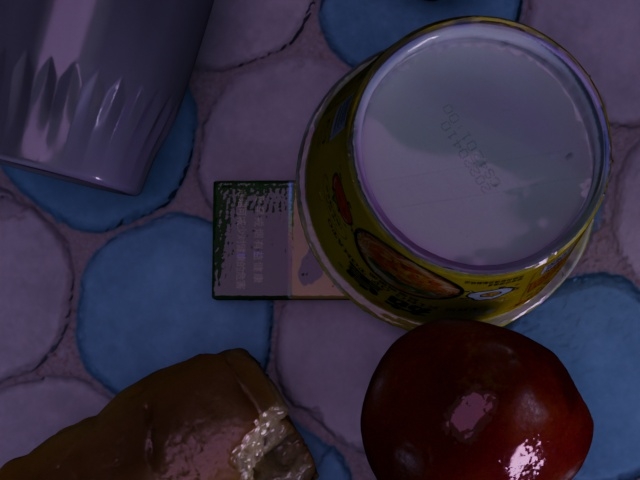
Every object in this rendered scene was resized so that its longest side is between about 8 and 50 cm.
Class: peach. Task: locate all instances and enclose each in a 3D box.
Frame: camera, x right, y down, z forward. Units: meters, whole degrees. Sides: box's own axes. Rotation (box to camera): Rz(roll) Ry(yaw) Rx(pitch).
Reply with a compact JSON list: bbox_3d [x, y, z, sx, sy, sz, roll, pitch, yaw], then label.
[{"bbox_3d":[0.156,0.185,1.595,0.243,0.243,0.199,4,60,8],"label":"peach"}]

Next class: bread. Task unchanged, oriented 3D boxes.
[{"bbox_3d":[-0.181,0.254,1.675,0.344,0.149,0.195,-31,80,3],"label":"bread"}]

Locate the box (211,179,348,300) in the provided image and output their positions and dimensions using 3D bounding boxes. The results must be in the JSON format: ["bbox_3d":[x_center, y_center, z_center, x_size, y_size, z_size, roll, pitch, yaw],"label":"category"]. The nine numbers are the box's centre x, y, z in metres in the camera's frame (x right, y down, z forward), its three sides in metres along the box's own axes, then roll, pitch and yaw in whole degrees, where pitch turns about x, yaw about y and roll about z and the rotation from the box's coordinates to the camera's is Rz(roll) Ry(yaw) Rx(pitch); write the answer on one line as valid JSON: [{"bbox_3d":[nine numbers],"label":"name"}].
[{"bbox_3d":[0.000,0.000,1.737,0.235,0.034,0.132,-1,83,7],"label":"box"}]

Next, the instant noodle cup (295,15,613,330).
[{"bbox_3d":[0.140,-0.074,1.590,0.325,0.254,0.326,0,82,-3],"label":"instant noodle cup"}]

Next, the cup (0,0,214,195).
[{"bbox_3d":[-0.244,-0.249,1.689,0.253,0.253,0.372,15,88,9],"label":"cup"}]
